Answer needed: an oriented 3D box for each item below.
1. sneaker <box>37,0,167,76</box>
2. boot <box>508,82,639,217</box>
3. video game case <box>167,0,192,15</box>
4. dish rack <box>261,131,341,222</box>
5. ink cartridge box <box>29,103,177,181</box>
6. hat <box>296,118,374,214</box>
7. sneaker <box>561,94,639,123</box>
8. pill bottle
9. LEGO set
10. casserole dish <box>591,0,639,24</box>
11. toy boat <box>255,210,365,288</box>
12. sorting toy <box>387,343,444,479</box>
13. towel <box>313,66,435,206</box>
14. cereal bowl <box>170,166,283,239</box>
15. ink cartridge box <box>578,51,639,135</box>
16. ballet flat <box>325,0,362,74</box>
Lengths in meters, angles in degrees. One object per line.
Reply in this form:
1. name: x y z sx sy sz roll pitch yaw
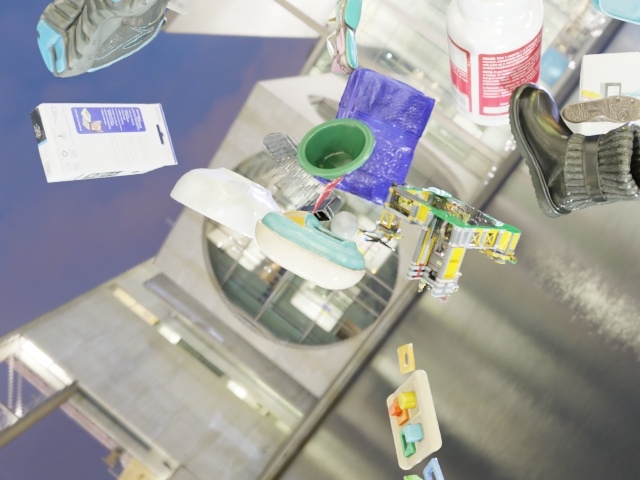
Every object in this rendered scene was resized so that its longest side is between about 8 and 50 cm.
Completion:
1. sneaker: -0.271 -0.349 1.002 0.340 0.125 0.139 -21 3 42
2. boot: 0.594 -0.233 1.624 0.131 0.348 0.260 -18 -3 -32
3. video game case: -0.467 -0.820 2.148 0.206 0.226 0.026 -58 34 22
4. dish rack: -0.067 -0.173 1.944 0.074 0.271 0.208 -44 17 -20
5. ink cartridge box: -0.498 -0.234 1.664 0.065 0.166 0.332 -18 -4 39
6. hat: 0.043 -0.164 1.699 0.184 0.208 0.173 66 -165 -52
7. sneaker: 0.673 -0.313 1.698 0.071 0.188 0.066 -57 -33 -77
8. pill bottle: 0.429 -0.491 1.757 0.229 0.229 0.408 -51 -28 -16
9. LEGO set: 0.267 0.013 1.622 0.254 0.331 0.192 -3 -63 -46
10. casserole dish: 0.566 -0.466 1.321 0.188 0.037 0.114 1 -76 -32
11. toy boat: 0.000 0.000 1.595 0.148 0.267 0.318 -66 -16 8
12. sorting toy: 0.198 0.409 1.620 0.196 0.047 0.348 120 146 -55
13. towel: 0.134 -0.256 1.780 0.076 0.227 0.308 -81 12 -83
14. cereal bowl: -0.241 -0.109 2.000 0.141 0.338 0.339 -64 -6 0
15. ink cartridge box: 0.855 -0.383 2.065 0.198 0.197 0.270 13 -100 -71
16. ballet flat: 0.051 -0.496 1.684 0.077 0.079 0.222 18 -108 -55
